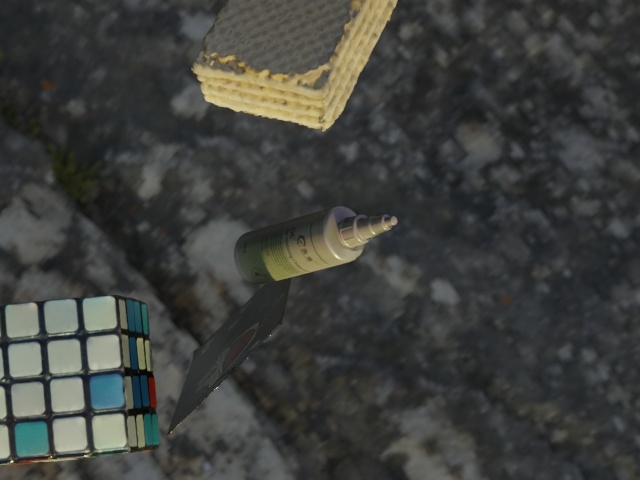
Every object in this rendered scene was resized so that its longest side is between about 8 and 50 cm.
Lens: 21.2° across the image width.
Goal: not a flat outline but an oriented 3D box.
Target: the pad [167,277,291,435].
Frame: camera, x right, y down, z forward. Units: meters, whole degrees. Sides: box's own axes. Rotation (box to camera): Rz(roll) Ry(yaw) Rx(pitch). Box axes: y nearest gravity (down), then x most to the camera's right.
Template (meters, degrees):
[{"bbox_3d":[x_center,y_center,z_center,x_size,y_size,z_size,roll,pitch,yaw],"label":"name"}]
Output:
[{"bbox_3d":[-0.091,0.105,1.788,0.006,0.170,0.245,43,14,-9],"label":"pad"}]

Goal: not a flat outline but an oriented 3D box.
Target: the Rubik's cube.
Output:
[{"bbox_3d":[-0.251,0.137,1.667,0.155,0.151,0.154,-7,84,5],"label":"Rubik's cube"}]

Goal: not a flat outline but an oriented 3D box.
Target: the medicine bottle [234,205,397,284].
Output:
[{"bbox_3d":[0.000,0.000,1.662,0.058,0.199,0.057,14,70,-43],"label":"medicine bottle"}]

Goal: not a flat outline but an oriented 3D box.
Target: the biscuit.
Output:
[{"bbox_3d":[0.026,-0.294,1.581,0.144,0.078,0.426,15,61,22],"label":"biscuit"}]
